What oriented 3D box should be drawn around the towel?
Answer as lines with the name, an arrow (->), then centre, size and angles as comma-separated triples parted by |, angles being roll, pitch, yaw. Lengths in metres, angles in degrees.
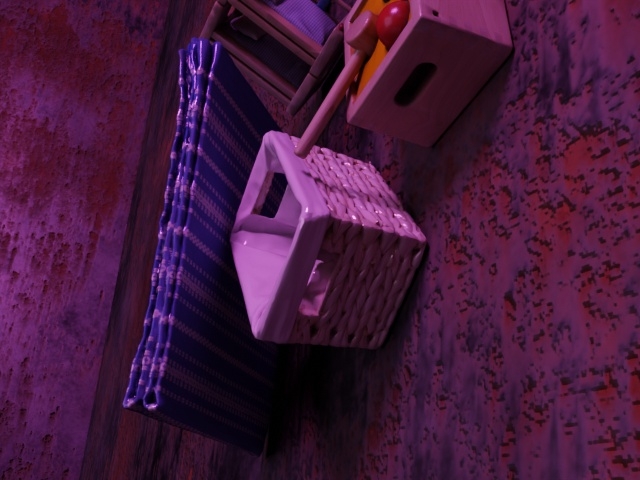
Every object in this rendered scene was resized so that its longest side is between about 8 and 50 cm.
towel -> -0.086, 0.013, 0.765 | 0.243, 0.040, 0.336 | 49, -137, -61

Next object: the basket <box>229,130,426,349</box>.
basket -> 0.000, 0.000, 0.654 | 0.167, 0.103, 0.113 | -114, 42, -60

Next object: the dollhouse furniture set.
dollhouse furniture set -> -0.013, -0.256, 0.878 | 0.183, 0.129, 0.129 | -54, 2, -41

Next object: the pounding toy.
pounding toy -> 0.053, -0.137, 0.602 | 0.141, 0.100, 0.130 | 129, 149, -49
